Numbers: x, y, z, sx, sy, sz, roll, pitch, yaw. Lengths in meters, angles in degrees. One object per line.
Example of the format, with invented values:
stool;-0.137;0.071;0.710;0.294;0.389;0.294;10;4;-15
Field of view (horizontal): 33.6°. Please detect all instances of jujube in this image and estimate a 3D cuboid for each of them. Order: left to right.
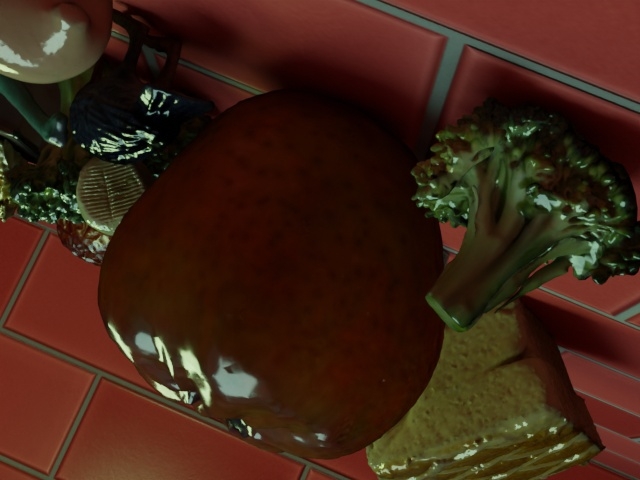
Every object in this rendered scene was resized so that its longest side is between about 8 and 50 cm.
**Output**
jujube;-0.504;-0.029;2.531;0.232;0.213;0.213;19;168;28

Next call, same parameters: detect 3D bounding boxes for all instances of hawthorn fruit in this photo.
hawthorn fruit;-0.036;0.044;1.354;0.472;0.471;0.472;23;168;5

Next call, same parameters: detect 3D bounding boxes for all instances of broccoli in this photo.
broccoli;-0.315;-0.143;1.573;0.288;0.245;0.248;-3;153;-41
broccoli;0.204;-0.012;1.101;0.247;0.243;0.263;32;169;32

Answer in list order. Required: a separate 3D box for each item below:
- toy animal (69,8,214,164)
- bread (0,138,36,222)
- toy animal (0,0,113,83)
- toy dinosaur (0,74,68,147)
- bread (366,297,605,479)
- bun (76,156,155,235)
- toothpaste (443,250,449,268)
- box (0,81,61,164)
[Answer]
toy animal;-0.240;-0.179;1.336;0.122;0.185;0.298;25;-173;-40
bread;-0.540;-0.130;1.743;0.147;0.127;0.152;19;136;19
toy animal;-0.399;-0.288;1.193;0.326;0.237;0.269;26;157;-24
toy dinosaur;-0.499;-0.181;1.513;0.331;0.129;0.383;57;139;10
bread;0.297;0.316;2.014;0.390;0.279;0.371;-21;152;21
bun;-0.272;-0.063;1.428;0.115;0.115;0.069;24;176;0
toothpaste;0.159;0.005;1.775;0.046;0.034;0.164;14;165;41
box;-0.549;-0.245;1.757;0.252;0.153;0.188;21;169;12
